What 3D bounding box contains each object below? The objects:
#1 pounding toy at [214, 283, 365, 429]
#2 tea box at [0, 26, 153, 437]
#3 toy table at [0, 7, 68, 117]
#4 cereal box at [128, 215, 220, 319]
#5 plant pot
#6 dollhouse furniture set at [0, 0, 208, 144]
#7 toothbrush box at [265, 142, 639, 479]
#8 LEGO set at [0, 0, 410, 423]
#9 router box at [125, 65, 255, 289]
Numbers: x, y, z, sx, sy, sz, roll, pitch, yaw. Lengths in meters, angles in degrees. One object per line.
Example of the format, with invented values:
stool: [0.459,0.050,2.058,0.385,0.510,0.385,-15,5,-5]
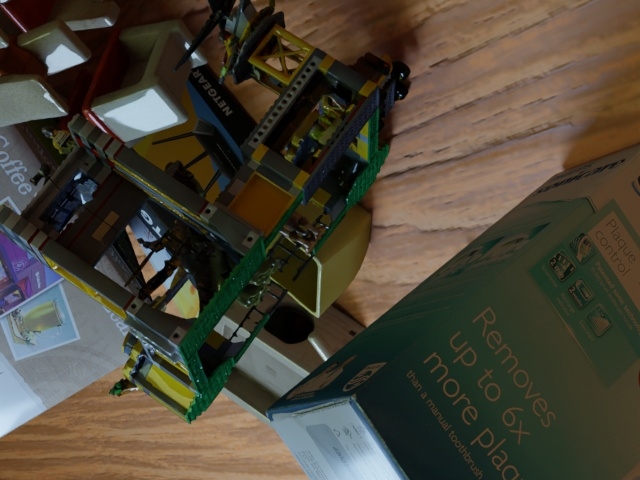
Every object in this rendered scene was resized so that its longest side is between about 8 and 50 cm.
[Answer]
pounding toy: [0.002,0.117,1.340,0.206,0.094,0.181,33,142,17]
tea box: [-0.343,-0.042,1.309,0.329,0.220,0.323,60,178,-32]
toy table: [-0.401,-0.150,1.564,0.252,0.161,0.274,42,150,22]
cereal box: [-0.155,-0.052,1.371,0.240,0.047,0.173,57,150,15]
plant pot: [0.000,0.000,1.207,0.081,0.083,0.081,39,149,26]
dollhouse furniture set: [-0.219,-0.191,1.109,0.135,0.262,0.259,-8,139,29]
toothbrush box: [0.151,0.105,0.872,0.216,0.295,0.126,57,151,-6]
LEGO set: [-0.101,-0.042,1.036,0.192,0.331,0.255,34,174,11]
router box: [-0.110,-0.060,1.252,0.179,0.133,0.046,50,156,4]
